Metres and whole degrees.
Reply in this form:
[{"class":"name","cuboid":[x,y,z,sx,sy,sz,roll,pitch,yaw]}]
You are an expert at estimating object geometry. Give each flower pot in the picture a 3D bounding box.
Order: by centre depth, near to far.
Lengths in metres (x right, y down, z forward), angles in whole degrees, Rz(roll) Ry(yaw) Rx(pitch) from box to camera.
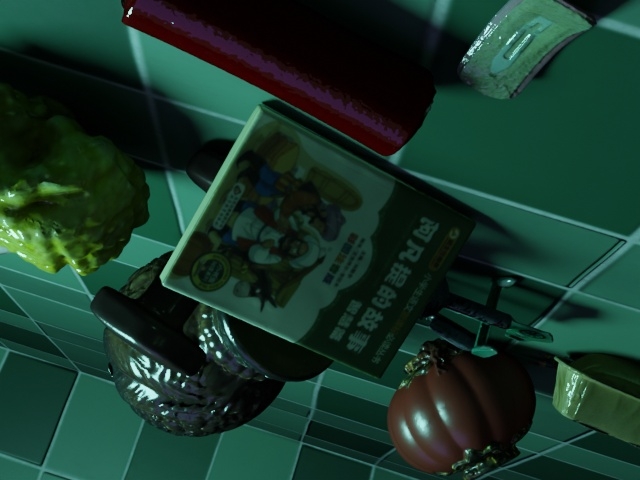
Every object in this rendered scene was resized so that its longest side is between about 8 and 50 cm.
[{"class":"flower pot","cuboid":[-0.117,0.117,1.248,0.266,0.267,0.267,29,148,-28]}]

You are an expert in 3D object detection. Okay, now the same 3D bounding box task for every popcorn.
[{"class":"popcorn","cuboid":[-0.307,-0.071,0.989,0.225,0.174,0.286,14,161,48]}]

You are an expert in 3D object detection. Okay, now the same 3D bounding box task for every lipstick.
[{"class":"lipstick","cuboid":[-0.029,-0.145,0.701,0.241,0.080,0.080,26,159,-19]}]

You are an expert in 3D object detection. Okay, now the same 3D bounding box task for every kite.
[{"class":"kite","cuboid":[0.352,0.176,1.345,0.090,0.004,0.122,23,157,-17]}]

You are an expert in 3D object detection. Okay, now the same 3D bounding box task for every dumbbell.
[{"class":"dumbbell","cuboid":[-0.134,0.024,1.007,0.140,0.225,0.124,31,171,31]}]

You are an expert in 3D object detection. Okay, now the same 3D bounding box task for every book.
[{"class":"book","cuboid":[0.002,0.009,0.943,0.264,0.202,0.027,27,-169,-23]}]

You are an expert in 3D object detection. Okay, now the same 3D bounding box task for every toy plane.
[{"class":"toy plane","cuboid":[0.106,0.053,1.100,0.381,0.106,0.155,20,167,-7]}]

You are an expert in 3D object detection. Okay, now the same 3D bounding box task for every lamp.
[{"class":"lamp","cuboid":[0.205,0.243,1.378,0.226,0.227,0.227,16,161,6]}]

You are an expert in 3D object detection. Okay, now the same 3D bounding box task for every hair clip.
[{"class":"hair clip","cuboid":[0.142,-0.138,0.654,0.054,0.022,0.137,22,160,-8]}]

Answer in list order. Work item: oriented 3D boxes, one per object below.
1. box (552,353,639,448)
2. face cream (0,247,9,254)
[{"class":"box","cuboid":[0.400,0.211,1.269,0.177,0.111,0.111,21,160,-3]},{"class":"face cream","cuboid":[-0.569,-0.061,1.414,0.107,0.073,0.269,17,163,28]}]
